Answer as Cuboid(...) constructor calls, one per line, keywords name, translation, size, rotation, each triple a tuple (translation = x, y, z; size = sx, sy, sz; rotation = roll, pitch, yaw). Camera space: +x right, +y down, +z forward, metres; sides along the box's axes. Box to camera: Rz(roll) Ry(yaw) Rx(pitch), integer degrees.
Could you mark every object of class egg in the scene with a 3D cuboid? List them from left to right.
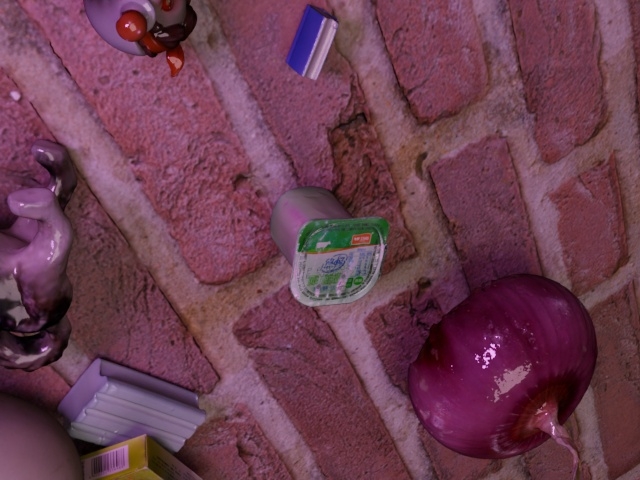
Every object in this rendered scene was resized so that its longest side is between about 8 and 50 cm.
Cuboid(name="egg", translation=(-0.458, 0.324, 1.161), size=(0.269, 0.219, 0.219), rotation=(35, 101, -22))

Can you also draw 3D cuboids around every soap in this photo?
Cuboid(name="soap", translation=(-0.293, 0.270, 1.313), size=(0.198, 0.066, 0.119), rotation=(31, 107, -39))

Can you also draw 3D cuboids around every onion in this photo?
Cuboid(name="onion", translation=(0.351, 0.236, 1.488), size=(0.358, 0.345, 0.358), rotation=(-45, 148, -40))

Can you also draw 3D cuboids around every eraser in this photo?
Cuboid(name="eraser", translation=(-0.011, -0.262, 1.107), size=(0.027, 0.063, 0.084), rotation=(10, 115, -30))

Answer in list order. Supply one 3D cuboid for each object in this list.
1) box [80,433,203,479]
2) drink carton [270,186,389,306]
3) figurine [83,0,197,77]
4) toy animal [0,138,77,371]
Cuboid(name="box", translation=(-0.296, 0.416, 1.360), size=(0.175, 0.062, 0.260), rotation=(-21, 140, 10))
Cuboid(name="drink carton", translation=(0.000, 0.000, 1.240), size=(0.146, 0.142, 0.144), rotation=(-4, 120, -26))
Cuboid(name="figurine", translation=(-0.213, -0.281, 0.932), size=(0.160, 0.183, 0.226), rotation=(-31, 143, 5))
Cuboid(name="toy animal", translation=(-0.454, 0.053, 0.998), size=(0.344, 0.194, 0.302), rotation=(-5, 123, -26))
